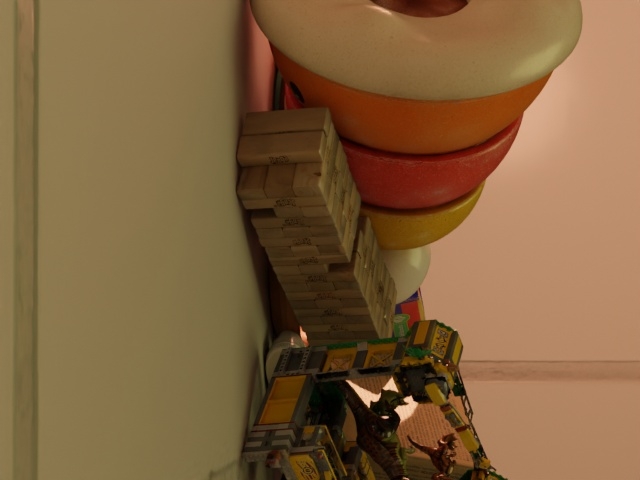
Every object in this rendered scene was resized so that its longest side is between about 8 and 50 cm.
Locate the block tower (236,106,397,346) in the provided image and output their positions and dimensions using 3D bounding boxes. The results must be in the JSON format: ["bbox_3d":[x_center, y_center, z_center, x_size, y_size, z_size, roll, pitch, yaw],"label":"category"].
[{"bbox_3d":[0.000,0.000,1.651,0.335,0.097,0.091,65,29,-50],"label":"block tower"}]

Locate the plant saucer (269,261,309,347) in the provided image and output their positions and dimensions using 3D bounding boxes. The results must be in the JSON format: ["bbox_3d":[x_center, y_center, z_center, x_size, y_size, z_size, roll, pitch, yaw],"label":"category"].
[{"bbox_3d":[-0.033,0.039,1.821,0.200,0.037,0.200,-1,90,-83],"label":"plant saucer"}]

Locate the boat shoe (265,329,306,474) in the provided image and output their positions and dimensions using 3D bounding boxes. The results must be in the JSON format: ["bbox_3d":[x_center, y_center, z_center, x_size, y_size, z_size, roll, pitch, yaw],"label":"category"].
[{"bbox_3d":[-0.030,0.189,1.759,0.063,0.066,0.184,-76,155,-63],"label":"boat shoe"}]

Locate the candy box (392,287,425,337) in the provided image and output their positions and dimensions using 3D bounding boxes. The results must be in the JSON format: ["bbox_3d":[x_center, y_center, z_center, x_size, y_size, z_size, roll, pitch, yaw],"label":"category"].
[{"bbox_3d":[0.062,0.001,2.097,0.268,0.122,0.317,76,5,-65],"label":"candy box"}]

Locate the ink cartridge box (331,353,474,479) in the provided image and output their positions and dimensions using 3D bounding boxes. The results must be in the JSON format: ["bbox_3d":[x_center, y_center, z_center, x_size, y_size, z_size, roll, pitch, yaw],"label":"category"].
[{"bbox_3d":[0.080,0.221,1.892,0.235,0.193,0.088,-102,-153,-55],"label":"ink cartridge box"}]

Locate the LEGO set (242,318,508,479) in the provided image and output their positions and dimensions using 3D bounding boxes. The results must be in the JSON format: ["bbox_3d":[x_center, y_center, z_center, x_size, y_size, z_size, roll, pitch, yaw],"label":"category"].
[{"bbox_3d":[0.063,0.257,1.620,0.192,0.255,0.331,-69,153,-49],"label":"LEGO set"}]

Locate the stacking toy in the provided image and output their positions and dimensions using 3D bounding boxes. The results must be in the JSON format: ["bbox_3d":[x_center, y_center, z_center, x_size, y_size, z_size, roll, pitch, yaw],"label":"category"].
[{"bbox_3d":[0.088,-0.103,1.742,0.351,0.350,0.480,-83,178,-51],"label":"stacking toy"}]

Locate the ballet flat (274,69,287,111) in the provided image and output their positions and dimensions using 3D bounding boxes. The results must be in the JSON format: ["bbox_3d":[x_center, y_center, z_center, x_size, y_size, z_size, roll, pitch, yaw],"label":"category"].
[{"bbox_3d":[0.023,-0.265,1.931,0.400,0.139,0.139,-83,171,-47],"label":"ballet flat"}]
